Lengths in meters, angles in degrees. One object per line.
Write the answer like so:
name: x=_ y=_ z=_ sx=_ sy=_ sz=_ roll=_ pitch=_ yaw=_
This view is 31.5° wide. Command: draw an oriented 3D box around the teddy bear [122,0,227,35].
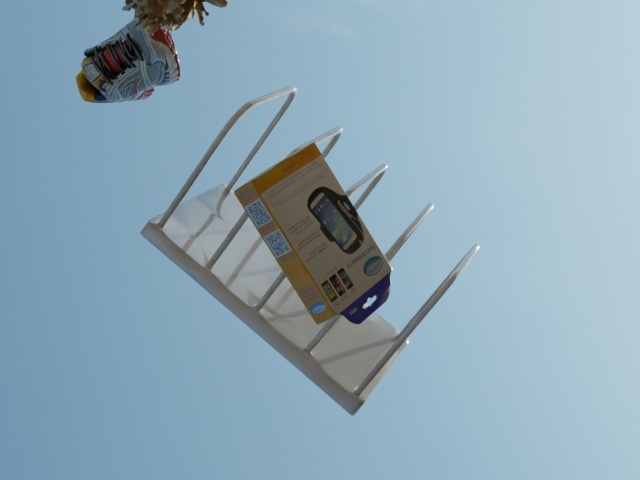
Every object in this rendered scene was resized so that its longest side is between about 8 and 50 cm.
teddy bear: x=-0.035 y=-0.248 z=0.513 sx=0.113 sy=0.245 sz=0.338 roll=23 pitch=-150 yaw=-37

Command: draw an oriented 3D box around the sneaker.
sneaker: x=-0.237 y=-0.212 z=1.386 sx=0.092 sy=0.225 sz=0.088 roll=-19 pitch=-94 yaw=-28

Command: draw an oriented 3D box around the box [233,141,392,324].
box: x=0.000 y=0.000 z=0.872 sx=0.081 sy=0.028 sz=0.136 roll=-35 pitch=-83 yaw=-44

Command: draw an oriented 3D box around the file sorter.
file sorter: x=0.003 y=-0.001 z=1.164 sx=0.277 sy=0.173 sz=0.193 roll=41 pitch=-157 yaw=5
